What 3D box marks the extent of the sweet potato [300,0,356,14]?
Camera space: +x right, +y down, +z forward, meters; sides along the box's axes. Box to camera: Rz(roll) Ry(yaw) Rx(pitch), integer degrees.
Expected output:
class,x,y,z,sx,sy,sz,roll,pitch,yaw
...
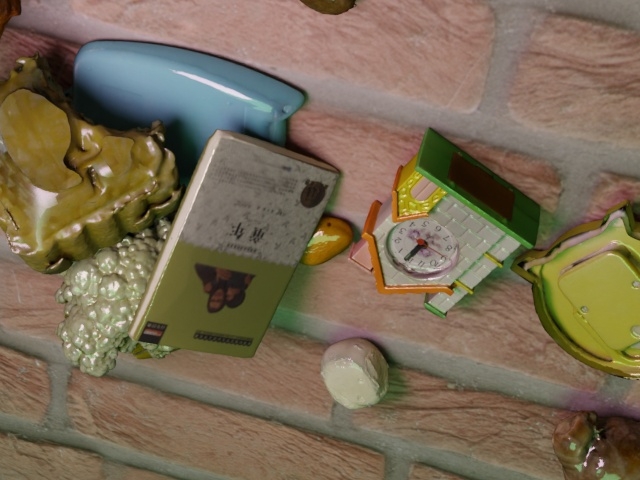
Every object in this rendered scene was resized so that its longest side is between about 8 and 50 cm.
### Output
class,x,y,z,sx,sy,sz,roll,pitch,yaw
sweet potato,-0.053,-0.381,1.578,0.233,0.062,0.081,25,131,-1

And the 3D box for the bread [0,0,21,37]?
class,x,y,z,sx,sy,sz,roll,pitch,yaw
bread,-0.544,-0.323,1.625,0.179,0.340,0.194,20,98,-46

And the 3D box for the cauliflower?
class,x,y,z,sx,sy,sz,roll,pitch,yaw
cauliflower,-0.335,0.067,1.875,0.260,0.327,0.281,35,154,-24

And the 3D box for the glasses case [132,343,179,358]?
class,x,y,z,sx,sy,sz,roll,pitch,yaw
glasses case,-0.245,0.151,2.028,0.234,0.079,0.064,-24,110,30

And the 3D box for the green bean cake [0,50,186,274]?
class,x,y,z,sx,sy,sz,roll,pitch,yaw
green bean cake,-0.375,-0.136,1.686,0.285,0.202,0.310,-31,83,-8

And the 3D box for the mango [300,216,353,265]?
class,x,y,z,sx,sy,sz,roll,pitch,yaw
mango,0.000,0.000,1.858,0.114,0.057,0.079,-14,115,21

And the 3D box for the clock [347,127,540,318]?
class,x,y,z,sx,sy,sz,roll,pitch,yaw
clock,0.174,-0.007,1.773,0.220,0.106,0.255,33,128,-11

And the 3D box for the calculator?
class,x,y,z,sx,sy,sz,roll,pitch,yaw
calculator,-0.224,-0.182,1.785,0.386,0.054,0.256,16,130,9

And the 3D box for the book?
class,x,y,z,sx,sy,sz,roll,pitch,yaw
book,-0.129,0.016,1.763,0.239,0.035,0.352,14,107,-38

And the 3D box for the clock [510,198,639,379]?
class,x,y,z,sx,sy,sz,roll,pitch,yaw
clock,0.472,0.083,1.782,0.277,0.071,0.293,-25,106,40

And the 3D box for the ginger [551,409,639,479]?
class,x,y,z,sx,sy,sz,roll,pitch,yaw
ginger,0.529,0.428,1.980,0.256,0.176,0.375,-29,114,12

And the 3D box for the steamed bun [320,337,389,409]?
class,x,y,z,sx,sy,sz,roll,pitch,yaw
steamed bun,0.058,0.225,1.994,0.112,0.091,0.130,-19,118,30
